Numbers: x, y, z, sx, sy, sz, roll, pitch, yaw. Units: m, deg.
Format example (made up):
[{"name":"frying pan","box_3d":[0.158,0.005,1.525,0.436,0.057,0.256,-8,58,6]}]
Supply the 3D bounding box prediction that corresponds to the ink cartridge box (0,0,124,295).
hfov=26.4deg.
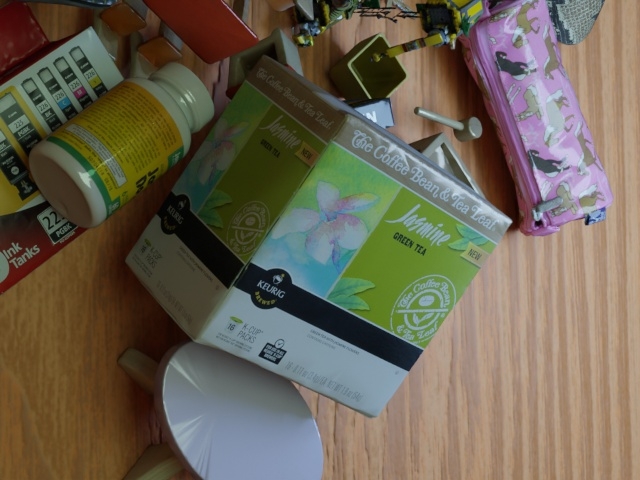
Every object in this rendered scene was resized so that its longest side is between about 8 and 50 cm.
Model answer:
[{"name":"ink cartridge box","box_3d":[-0.381,-0.117,1.641,0.309,0.130,0.272,-41,110,-28]}]

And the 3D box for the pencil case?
[{"name":"pencil case","box_3d":[0.328,-0.201,2.127,0.160,0.167,0.386,-21,102,0]}]

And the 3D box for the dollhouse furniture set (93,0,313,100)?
[{"name":"dollhouse furniture set","box_3d":[-0.121,-0.251,1.734,0.259,0.262,0.135,41,37,-47]}]

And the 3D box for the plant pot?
[{"name":"plant pot","box_3d":[0.060,-0.242,1.981,0.081,0.083,0.081,-46,113,-26]}]

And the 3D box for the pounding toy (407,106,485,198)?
[{"name":"pounding toy","box_3d":[0.160,-0.112,2.049,0.206,0.094,0.181,-45,108,-37]}]

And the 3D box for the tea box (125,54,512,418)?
[{"name":"tea box","box_3d":[0.000,0.000,1.721,0.329,0.220,0.323,28,98,-40]}]

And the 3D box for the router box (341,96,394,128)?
[{"name":"router box","box_3d":[-0.006,-0.159,1.901,0.179,0.133,0.046,-19,104,-34]}]

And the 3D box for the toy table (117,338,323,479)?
[{"name":"toy table","box_3d":[-0.139,0.239,1.781,0.252,0.161,0.274,-40,110,-28]}]

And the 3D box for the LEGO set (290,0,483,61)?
[{"name":"LEGO set","box_3d":[0.038,-0.351,1.812,0.192,0.331,0.255,-40,136,-41]}]

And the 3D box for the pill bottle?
[{"name":"pill bottle","box_3d":[-0.227,-0.117,1.595,0.208,0.117,0.117,-42,112,-29]}]

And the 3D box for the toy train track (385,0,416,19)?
[{"name":"toy train track","box_3d":[0.115,-0.359,2.067,0.083,0.014,0.048,31,64,-36]}]

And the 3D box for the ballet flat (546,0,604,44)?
[{"name":"ballet flat","box_3d":[0.408,-0.560,2.175,0.164,0.182,0.482,-12,96,-36]}]

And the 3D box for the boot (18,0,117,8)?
[{"name":"boot","box_3d":[-0.380,-0.311,1.634,0.246,0.161,0.083,8,71,-33]}]
